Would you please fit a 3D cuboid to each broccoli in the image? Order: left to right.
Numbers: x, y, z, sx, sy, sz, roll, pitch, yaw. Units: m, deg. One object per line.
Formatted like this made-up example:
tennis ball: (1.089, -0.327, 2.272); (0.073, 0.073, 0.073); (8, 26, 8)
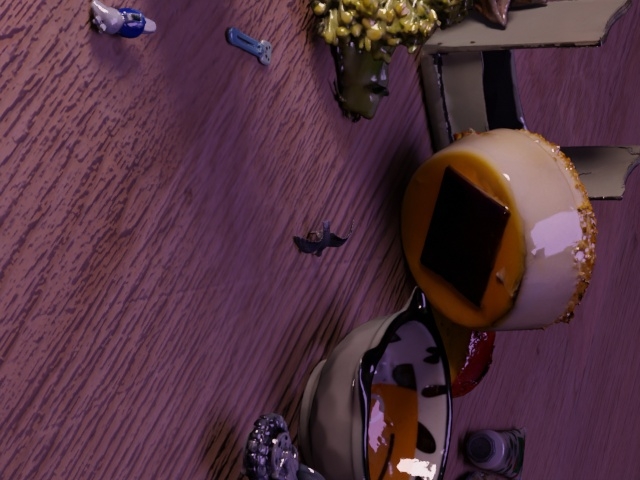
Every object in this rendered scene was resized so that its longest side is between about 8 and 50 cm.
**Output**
broccoli: (0.109, -0.279, 1.763); (0.242, 0.180, 0.272); (-21, 110, -63)

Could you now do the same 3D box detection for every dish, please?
dish: (0.057, 0.213, 1.739); (0.303, 0.120, 0.303); (-3, 94, -64)

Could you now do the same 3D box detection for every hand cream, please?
hand cream: (0.288, 0.334, 2.294); (0.276, 0.059, 0.095); (24, 71, -67)

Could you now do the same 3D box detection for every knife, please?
knife: (-0.076, -0.213, 1.582); (0.096, 0.010, 0.027); (16, 76, -63)

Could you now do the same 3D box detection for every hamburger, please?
hamburger: (0.242, -0.015, 1.935); (0.179, 0.294, 0.276); (-14, 126, -36)

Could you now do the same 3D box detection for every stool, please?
stool: (0.304, -0.197, 2.062); (0.170, 0.270, 0.243); (-51, 134, -51)

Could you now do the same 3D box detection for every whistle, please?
whistle: (-0.182, -0.204, 1.347); (0.083, 0.029, 0.033); (-1, 75, -57)

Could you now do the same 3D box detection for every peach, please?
peach: (0.196, 0.150, 2.056); (0.127, 0.093, 0.172); (68, 32, -44)

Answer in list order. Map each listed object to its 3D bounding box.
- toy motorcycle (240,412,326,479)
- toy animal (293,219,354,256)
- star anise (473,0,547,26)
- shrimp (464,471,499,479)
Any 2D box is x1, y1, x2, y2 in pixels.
toy motorcycle: (-0.056, 0.340, 1.535); (0.173, 0.108, 0.307); (35, 62, -66)
toy animal: (0.000, -0.001, 1.721); (0.084, 0.050, 0.028); (-14, 70, -27)
star anise: (0.234, -0.385, 2.047); (0.073, 0.197, 0.212); (-59, -175, 50)
shrimp: (0.220, 0.497, 2.156); (0.365, 0.071, 0.233); (-56, 129, -48)
